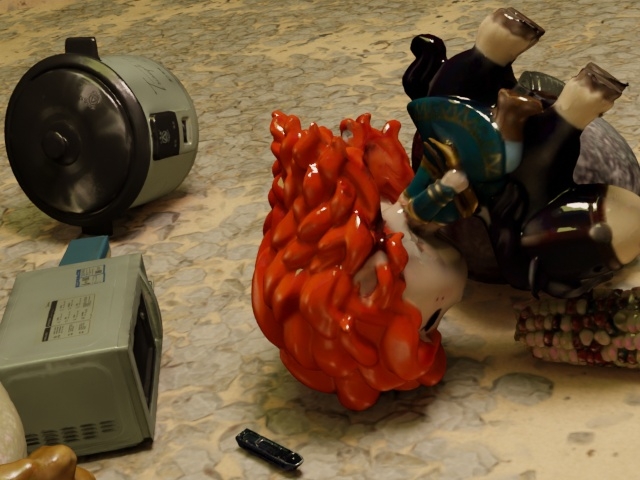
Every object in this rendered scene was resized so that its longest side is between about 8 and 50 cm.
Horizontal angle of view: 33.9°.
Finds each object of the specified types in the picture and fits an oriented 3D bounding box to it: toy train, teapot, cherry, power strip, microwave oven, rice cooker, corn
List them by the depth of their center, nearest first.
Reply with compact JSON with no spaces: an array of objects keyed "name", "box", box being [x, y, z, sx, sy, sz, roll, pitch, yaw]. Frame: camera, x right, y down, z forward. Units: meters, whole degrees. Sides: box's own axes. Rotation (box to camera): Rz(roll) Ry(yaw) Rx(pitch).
[{"name":"toy train","box":[-0.046,0.198,0.982,0.083,0.017,0.017,17,39,43]},{"name":"corn","box":[0.328,0.087,1.012,0.281,0.092,0.092,-4,26,22]},{"name":"microwave oven","box":[-0.249,0.119,1.090,0.162,0.122,0.208,-10,26,-1]},{"name":"cherry","box":[0.219,-0.062,1.199,0.296,0.218,0.255,1,21,-9]},{"name":"power strip","box":[-0.313,0.033,1.388,0.056,0.032,0.123,-7,26,3]},{"name":"rice cooker","box":[-0.312,-0.149,1.498,0.241,0.280,0.227,5,14,23]},{"name":"teapot","box":[0.345,-0.194,1.593,0.091,0.124,0.092,4,-16,-7]}]

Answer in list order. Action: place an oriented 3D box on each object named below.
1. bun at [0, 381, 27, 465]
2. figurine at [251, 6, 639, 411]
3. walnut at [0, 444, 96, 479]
[{"name":"bun","box":[-0.436,0.189,0.868,0.365,0.219,0.365,-14,33,10]},{"name":"figurine","box":[0.114,-0.029,1.004,0.412,0.306,0.241,-26,18,16]},{"name":"walnut","box":[-0.234,0.247,0.690,0.222,0.243,0.269,13,30,31]}]
